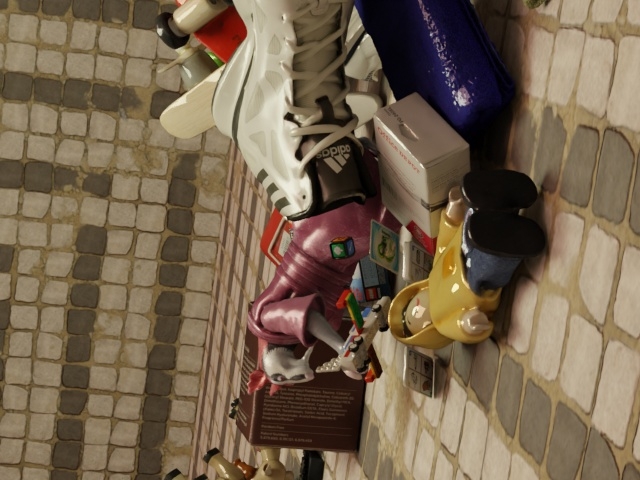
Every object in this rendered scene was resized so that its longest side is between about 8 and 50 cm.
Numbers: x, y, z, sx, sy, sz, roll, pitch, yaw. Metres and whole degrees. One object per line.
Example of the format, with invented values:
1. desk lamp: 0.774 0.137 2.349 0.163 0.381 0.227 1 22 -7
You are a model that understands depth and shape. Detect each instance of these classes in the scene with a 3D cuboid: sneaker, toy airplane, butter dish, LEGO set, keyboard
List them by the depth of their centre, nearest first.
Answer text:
1. sneaker: 0.011 -0.188 1.514 0.257 0.169 0.447 59 153 27
2. LEGO set: 0.065 0.077 1.557 0.244 0.060 0.183 28 -120 -57
3. sneaker: 0.101 -0.316 1.894 0.235 0.094 0.090 -44 33 43
4. toy airplane: -0.066 -0.312 2.084 0.272 0.386 0.384 -83 -3 -50
5. butter dish: 0.000 0.000 2.161 0.160 0.118 0.160 45 142 15
6. keyboard: -0.030 0.512 2.230 0.201 0.033 0.317 -144 60 -77

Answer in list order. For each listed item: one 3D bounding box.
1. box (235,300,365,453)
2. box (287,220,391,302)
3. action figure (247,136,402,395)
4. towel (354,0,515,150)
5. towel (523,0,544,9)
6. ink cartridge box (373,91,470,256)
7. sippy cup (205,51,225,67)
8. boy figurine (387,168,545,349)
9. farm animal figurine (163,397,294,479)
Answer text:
1. box: -0.029 0.205 2.031 0.168 0.167 0.203 -162 79 -79
2. box: 0.022 0.013 1.963 0.233 0.044 0.159 169 90 -66
3. action figure: -0.011 0.033 1.730 0.370 0.275 0.248 -58 -4 0
4. towel: 0.118 -0.250 1.540 0.228 0.076 0.308 116 133 -72
5. towel: 0.233 -0.313 1.342 0.148 0.027 0.110 116 156 -57
6. ink cartridge box: 0.117 -0.075 1.503 0.109 0.063 0.150 50 160 37
7. sippy cup: -0.075 -0.373 2.326 0.224 0.240 0.305 96 179 -50
8. boy figurine: 0.149 0.029 1.426 0.285 0.092 0.177 120 150 -59
9. farm animal figurine: -0.127 0.414 2.254 0.172 0.326 0.330 38 142 23
